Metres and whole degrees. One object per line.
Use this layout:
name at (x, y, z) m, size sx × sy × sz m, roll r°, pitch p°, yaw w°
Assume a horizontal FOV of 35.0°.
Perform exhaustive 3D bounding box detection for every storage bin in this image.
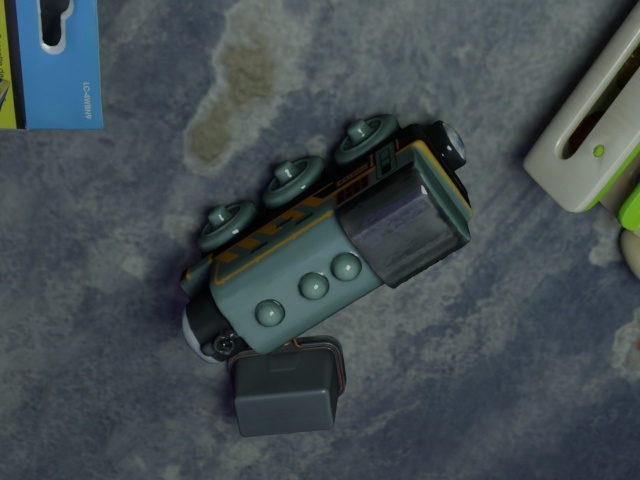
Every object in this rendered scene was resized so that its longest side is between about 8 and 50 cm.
storage bin at (-0.039, 0.165, 1.145) m, size 0.135 × 0.091 × 0.098 m, roll -6°, pitch 116°, yaw 3°

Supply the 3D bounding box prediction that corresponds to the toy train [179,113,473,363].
toy train at (0.000, 0.000, 1.006) m, size 0.334 × 0.190 × 0.142 m, roll -31°, pitch 112°, yaw 15°

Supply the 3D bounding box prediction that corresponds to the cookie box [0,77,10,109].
cookie box at (-0.337, -0.128, 0.883) m, size 0.107 × 0.092 × 0.040 m, roll 24°, pitch 118°, yaw -15°

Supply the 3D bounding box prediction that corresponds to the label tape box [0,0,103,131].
label tape box at (-0.375, -0.238, 0.940) m, size 0.348 × 0.115 × 0.249 m, roll 1°, pitch 117°, yaw -4°

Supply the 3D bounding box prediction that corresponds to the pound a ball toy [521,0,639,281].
pound a ball toy at (0.342, -0.122, 0.995) m, size 0.208 × 0.135 × 0.319 m, roll 16°, pitch 118°, yaw -35°
